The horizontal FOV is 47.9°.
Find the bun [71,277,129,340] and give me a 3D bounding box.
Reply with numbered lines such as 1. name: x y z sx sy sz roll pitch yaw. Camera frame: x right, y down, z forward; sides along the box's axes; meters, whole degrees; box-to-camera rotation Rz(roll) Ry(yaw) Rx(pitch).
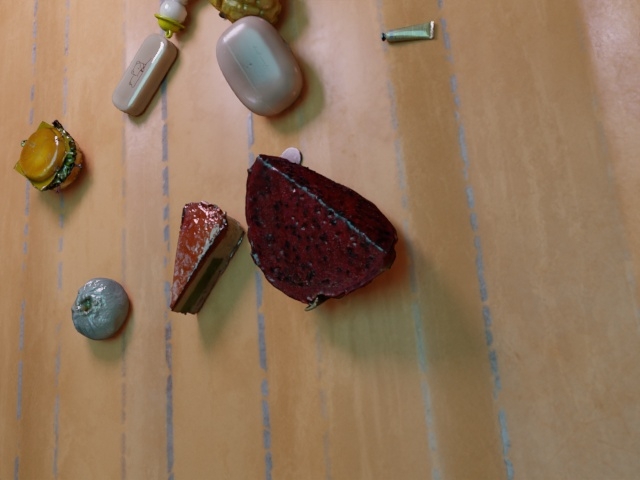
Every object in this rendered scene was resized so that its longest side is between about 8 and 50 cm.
1. bun: -0.484 0.145 1.551 0.140 0.083 0.141 -6 77 29

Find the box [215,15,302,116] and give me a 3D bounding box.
1. box: -0.124 -0.350 1.452 0.146 0.088 0.200 -33 86 19

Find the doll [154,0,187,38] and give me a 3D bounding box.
1. doll: -0.329 -0.562 1.651 0.129 0.081 0.207 5 82 38

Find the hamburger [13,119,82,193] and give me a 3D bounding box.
1. hamburger: -0.640 -0.195 1.720 0.164 0.093 0.189 -49 61 7

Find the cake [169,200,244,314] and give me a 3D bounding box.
1. cake: -0.221 0.037 1.431 0.116 0.086 0.221 -3 75 30

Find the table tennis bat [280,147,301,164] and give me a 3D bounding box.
1. table tennis bat: -0.067 -0.147 1.440 0.050 0.007 0.083 29 90 31

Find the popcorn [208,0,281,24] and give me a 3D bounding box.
1. popcorn: -0.173 -0.531 1.511 0.140 0.163 0.194 -47 54 0

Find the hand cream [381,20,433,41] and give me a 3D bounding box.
1. hand cream: 0.165 -0.393 1.369 0.102 0.022 0.035 -2 76 23

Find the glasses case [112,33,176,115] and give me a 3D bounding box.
1. glasses case: -0.407 -0.382 1.664 0.083 0.050 0.196 33 94 29

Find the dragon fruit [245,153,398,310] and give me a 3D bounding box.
1. dragon fruit: 0.000 0.000 1.299 0.317 0.152 0.205 39 118 22
